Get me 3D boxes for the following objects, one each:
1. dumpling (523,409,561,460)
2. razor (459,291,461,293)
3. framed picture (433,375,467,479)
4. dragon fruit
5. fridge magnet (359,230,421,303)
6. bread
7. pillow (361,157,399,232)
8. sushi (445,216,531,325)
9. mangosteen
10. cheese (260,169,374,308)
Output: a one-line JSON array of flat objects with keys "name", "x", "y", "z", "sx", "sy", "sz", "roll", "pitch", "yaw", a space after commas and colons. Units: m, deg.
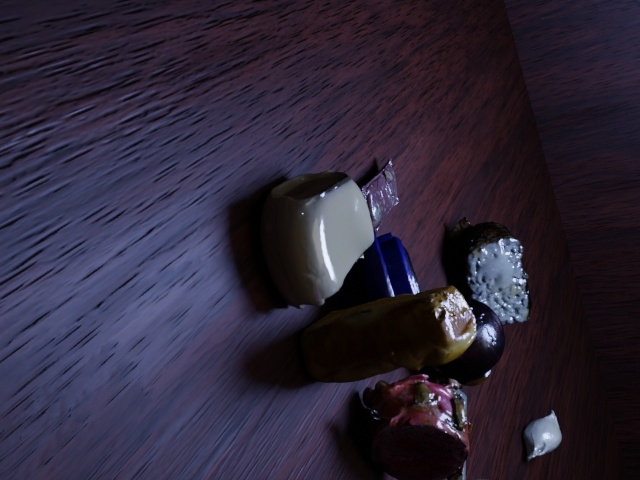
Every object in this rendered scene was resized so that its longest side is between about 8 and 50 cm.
[{"name": "dumpling", "x": 0.731, "y": 0.665, "z": 2.319, "sx": 0.111, "sy": 0.181, "sz": 0.155, "roll": 55, "pitch": -17, "yaw": 29}, {"name": "razor", "x": 0.432, "y": 0.275, "z": 1.976, "sx": 0.082, "sy": 0.042, "sz": 0.253, "roll": -49, "pitch": 124, "yaw": -55}, {"name": "framed picture", "x": 0.324, "y": 0.493, "z": 1.747, "sx": 0.216, "sy": 0.016, "sz": 0.273, "roll": 44, "pitch": 45, "yaw": -46}, {"name": "dragon fruit", "x": 0.188, "y": 0.360, "z": 1.378, "sx": 0.282, "sy": 0.211, "sz": 0.147, "roll": 41, "pitch": 31, "yaw": -23}, {"name": "fridge magnet", "x": 0.145, "y": 0.098, "z": 1.427, "sx": 0.265, "sy": 0.112, "sz": 0.266, "roll": -17, "pitch": 90, "yaw": -86}, {"name": "bread", "x": 0.120, "y": 0.168, "z": 1.226, "sx": 0.167, "sy": 0.294, "sz": 0.132, "roll": -2, "pitch": 78, "yaw": -59}, {"name": "pillow", "x": 0.136, "y": -0.104, "z": 1.588, "sx": 0.185, "sy": 0.043, "sz": 0.118, "roll": -43, "pitch": 124, "yaw": -52}, {"name": "sushi", "x": 0.473, "y": 0.092, "z": 1.969, "sx": 0.182, "sy": 0.196, "sz": 0.343, "roll": -129, "pitch": -162, "yaw": -64}, {"name": "mangosteen", "x": 0.338, "y": 0.262, "z": 1.679, "sx": 0.211, "sy": 0.211, "sz": 0.250, "roll": -56, "pitch": 148, "yaw": -50}, {"name": "cheese", "x": 0.000, "y": 0.000, "z": 1.241, "sx": 0.266, "sy": 0.127, "sz": 0.233, "roll": -40, "pitch": 118, "yaw": -54}]
